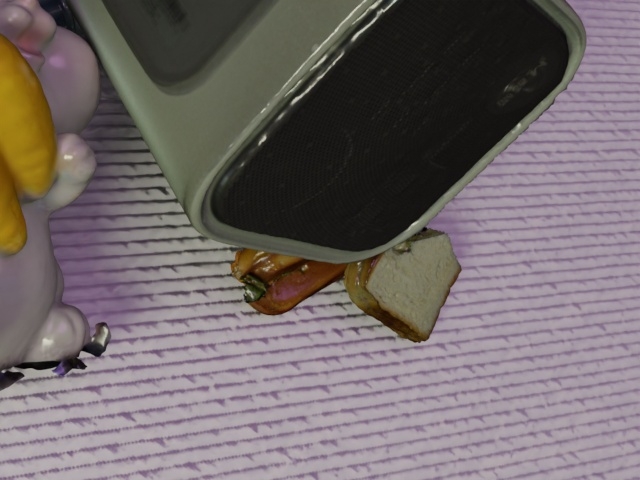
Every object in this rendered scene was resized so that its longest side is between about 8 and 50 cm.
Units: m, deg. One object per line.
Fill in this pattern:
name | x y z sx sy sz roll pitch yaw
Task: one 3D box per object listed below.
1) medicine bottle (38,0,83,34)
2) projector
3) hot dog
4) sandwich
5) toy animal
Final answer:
medicine bottle | -0.156 -0.206 0.781 0.208 0.053 0.090 -27 84 -28
projector | -0.004 -0.158 0.656 0.248 0.248 0.249 13 38 -54
hot dog | 0.000 0.000 0.774 0.188 0.072 0.055 -29 42 -30
sandwich | 0.066 0.026 0.776 0.104 0.035 0.093 30 78 -40
toy animal | -0.239 -0.060 0.603 0.182 0.247 0.310 -4 89 -42
